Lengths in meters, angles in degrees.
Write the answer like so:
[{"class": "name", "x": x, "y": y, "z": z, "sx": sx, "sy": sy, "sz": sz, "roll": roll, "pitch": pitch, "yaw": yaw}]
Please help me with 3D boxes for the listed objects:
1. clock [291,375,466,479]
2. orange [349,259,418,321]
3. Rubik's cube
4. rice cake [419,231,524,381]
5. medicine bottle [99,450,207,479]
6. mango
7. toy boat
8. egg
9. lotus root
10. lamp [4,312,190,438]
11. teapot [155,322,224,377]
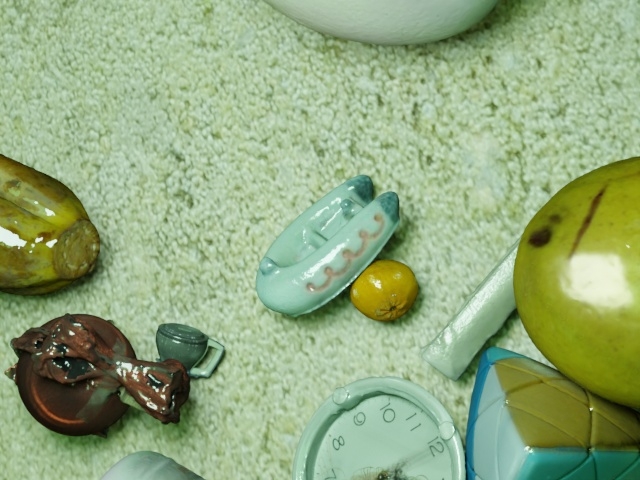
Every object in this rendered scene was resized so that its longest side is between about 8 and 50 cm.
[{"class": "clock", "x": 0.072, "y": 0.277, "z": 1.485, "sx": 0.236, "sy": 0.053, "sz": 0.237, "roll": -11, "pitch": 69, "yaw": 31}, {"class": "orange", "x": 0.077, "y": 0.061, "z": 1.545, "sx": 0.083, "sy": 0.083, "sz": 0.070, "roll": -28, "pitch": 57, "yaw": 6}, {"class": "Rubik's cube", "x": 0.226, "y": 0.261, "z": 1.387, "sx": 0.254, "sy": 0.254, "sz": 0.255, "roll": -4, "pitch": 75, "yaw": 13}, {"class": "rice cake", "x": 0.221, "y": 0.057, "z": 1.525, "sx": 0.057, "sy": 0.052, "sz": 0.256, "roll": 40, "pitch": 88, "yaw": 17}, {"class": "medicine bottle", "x": -0.139, "y": 0.403, "z": 1.426, "sx": 0.302, "sy": 0.241, "sz": 0.241, "roll": 29, "pitch": 84, "yaw": 10}, {"class": "mango", "x": 0.434, "y": 0.046, "z": 1.381, "sx": 0.445, "sy": 0.220, "sz": 0.301, "roll": 4, "pitch": 58, "yaw": 13}, {"class": "toy boat", "x": 0.000, "y": 0.000, "z": 1.555, "sx": 0.207, "sy": 0.079, "sz": 0.134, "roll": -44, "pitch": 34, "yaw": -2}, {"class": "egg", "x": 0.081, "y": -0.394, "z": 1.542, "sx": 0.340, "sy": 0.354, "sz": 0.354, "roll": 40, "pitch": 88, "yaw": -4}, {"class": "lotus root", "x": -0.424, "y": -0.023, "z": 1.645, "sx": 0.291, "sy": 0.193, "sz": 0.193, "roll": 23, "pitch": 82, "yaw": 19}, {"class": "lamp", "x": -0.279, "y": 0.173, "z": 1.561, "sx": 0.215, "sy": 0.223, "sz": 0.151, "roll": 23, "pitch": 88, "yaw": -15}, {"class": "teapot", "x": -0.167, "y": 0.140, "z": 1.603, "sx": 0.088, "sy": 0.066, "sz": 0.057, "roll": 15, "pitch": 100, "yaw": -5}]
